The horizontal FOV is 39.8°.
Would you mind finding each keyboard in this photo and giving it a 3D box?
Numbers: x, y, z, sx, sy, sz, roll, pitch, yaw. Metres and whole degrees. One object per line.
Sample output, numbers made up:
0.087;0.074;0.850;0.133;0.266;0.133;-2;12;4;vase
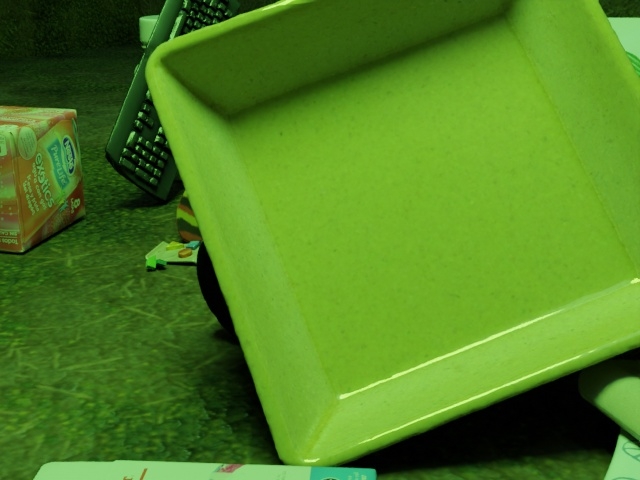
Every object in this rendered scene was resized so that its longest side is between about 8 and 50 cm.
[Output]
-0.172;-0.200;1.210;0.033;0.317;0.201;6;-21;34;keyboard

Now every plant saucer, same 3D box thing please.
0.078;-0.041;0.654;0.332;0.333;0.081;-21;-16;-3;plant saucer

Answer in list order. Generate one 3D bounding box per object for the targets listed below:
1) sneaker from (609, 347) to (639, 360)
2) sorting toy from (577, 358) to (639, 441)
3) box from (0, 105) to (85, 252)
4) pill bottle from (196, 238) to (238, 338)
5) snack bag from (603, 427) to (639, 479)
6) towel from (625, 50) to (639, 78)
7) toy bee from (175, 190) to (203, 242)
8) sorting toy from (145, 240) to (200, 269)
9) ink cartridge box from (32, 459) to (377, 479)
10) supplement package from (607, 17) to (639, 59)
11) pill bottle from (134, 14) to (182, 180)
0.226;0.027;0.787;0.153;0.099;0.282;-18;23;-39;sneaker
0.296;0.105;0.545;0.208;0.038;0.193;-2;13;-13;sorting toy
-0.455;-0.084;1.061;0.299;0.142;0.154;4;19;13;box
0.000;0.000;0.806;0.122;0.123;0.219;12;27;32;pill bottle
0.273;0.188;0.399;0.323;0.037;0.342;10;21;27;snack bag
0.347;-0.054;0.799;0.324;0.038;0.248;26;48;-1;towel
-0.020;-0.084;1.026;0.298;0.162;0.195;-7;16;-21;toy bee
-0.157;0.015;0.962;0.062;0.012;0.083;4;19;12;sorting toy
-0.063;0.163;0.438;0.181;0.062;0.104;1;18;4;ink cartridge box
0.278;-0.118;0.991;0.204;0.145;0.262;6;48;17;supplement package
-0.207;-0.213;1.306;0.131;0.229;0.131;-1;18;0;pill bottle
